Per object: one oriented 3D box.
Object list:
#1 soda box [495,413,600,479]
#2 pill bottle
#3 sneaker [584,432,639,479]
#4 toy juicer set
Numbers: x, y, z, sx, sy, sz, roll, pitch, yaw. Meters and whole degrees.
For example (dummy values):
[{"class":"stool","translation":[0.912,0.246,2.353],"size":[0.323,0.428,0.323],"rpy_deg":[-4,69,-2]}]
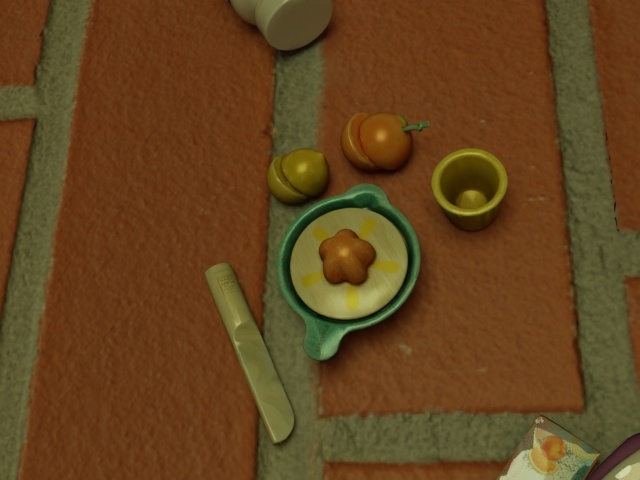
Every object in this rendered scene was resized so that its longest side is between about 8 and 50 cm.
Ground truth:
[{"class":"soda box","translation":[0.152,0.235,0.690],"size":[0.058,0.063,0.183],"rpy_deg":[33,79,22]},{"class":"pill bottle","translation":[-0.061,-0.300,0.934],"size":[0.108,0.108,0.180],"rpy_deg":[-30,65,-1]},{"class":"sneaker","translation":[0.191,0.279,0.565],"size":[0.152,0.114,0.305],"rpy_deg":[38,120,30]},{"class":"toy juicer set","translation":[0.000,0.000,0.806],"size":[0.329,0.089,0.209],"rpy_deg":[-45,66,-7]}]
